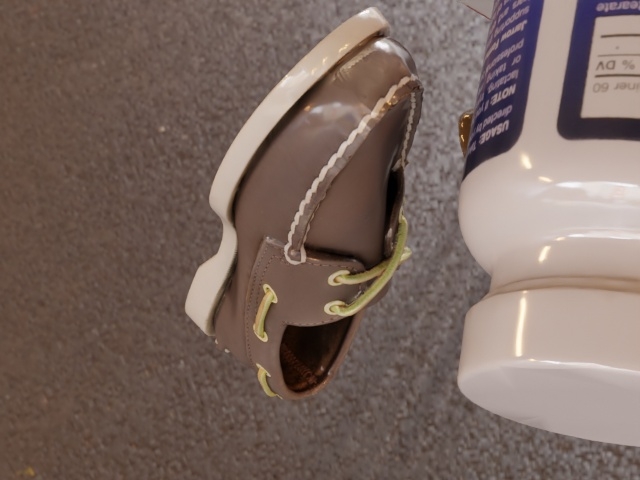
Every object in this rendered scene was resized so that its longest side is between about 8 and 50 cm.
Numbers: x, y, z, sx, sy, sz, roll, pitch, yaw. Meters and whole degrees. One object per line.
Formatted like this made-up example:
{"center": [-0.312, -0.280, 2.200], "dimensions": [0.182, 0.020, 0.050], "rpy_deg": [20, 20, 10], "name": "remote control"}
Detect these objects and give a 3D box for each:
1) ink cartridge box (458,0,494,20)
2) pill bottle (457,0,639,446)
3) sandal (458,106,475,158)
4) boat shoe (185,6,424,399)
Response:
{"center": [0.137, -0.226, 0.765], "dimensions": [0.056, 0.099, 0.135], "rpy_deg": [7, 80, 53], "name": "ink cartridge box"}
{"center": [0.143, -0.052, 0.483], "dimensions": [0.153, 0.153, 0.265], "rpy_deg": [6, 70, 20], "name": "pill bottle"}
{"center": [0.184, -0.031, 0.776], "dimensions": [0.060, 0.219, 0.090], "rpy_deg": [-37, 30, 29], "name": "sandal"}
{"center": [0.000, 0.000, 0.609], "dimensions": [0.116, 0.324, 0.097], "rpy_deg": [-37, 77, -27], "name": "boat shoe"}
